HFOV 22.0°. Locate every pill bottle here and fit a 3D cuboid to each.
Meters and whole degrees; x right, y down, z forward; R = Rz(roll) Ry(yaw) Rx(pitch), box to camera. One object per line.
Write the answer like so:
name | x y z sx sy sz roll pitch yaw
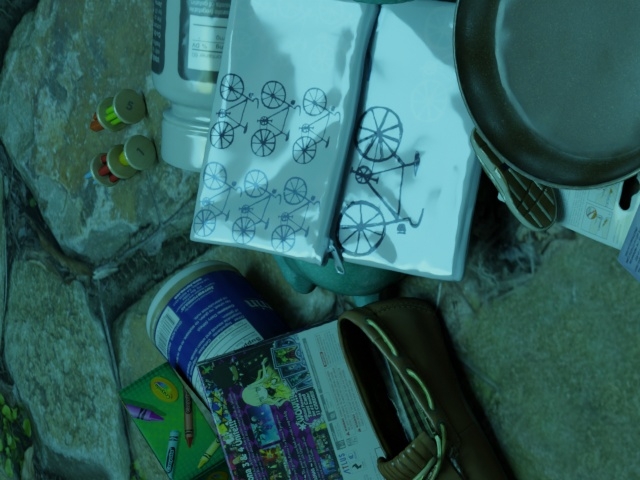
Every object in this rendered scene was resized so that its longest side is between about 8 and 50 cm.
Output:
pill bottle | -0.105 -0.273 2.026 0.204 0.204 0.361 21 112 47
pill bottle | -0.100 0.159 2.142 0.265 0.153 0.153 46 129 35

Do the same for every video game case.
video game case | -0.018 0.225 1.999 0.042 0.210 0.232 -176 67 -83

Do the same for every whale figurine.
whale figurine | 0.000 0.000 1.989 0.272 0.141 0.216 -26 93 56

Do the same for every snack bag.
snack bag | 0.032 -0.125 1.847 0.342 0.037 0.323 12 91 21

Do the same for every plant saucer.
plant saucer | 0.268 -0.206 1.662 0.310 0.050 0.311 3 95 42

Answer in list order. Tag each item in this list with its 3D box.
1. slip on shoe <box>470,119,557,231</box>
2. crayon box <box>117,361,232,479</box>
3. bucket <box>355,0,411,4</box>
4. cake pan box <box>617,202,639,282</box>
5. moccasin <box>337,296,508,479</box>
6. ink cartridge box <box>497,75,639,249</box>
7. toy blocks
slip on shoe | 0.204 -0.066 1.752 0.135 0.051 0.041 53 170 13
crayon box | -0.166 0.297 2.191 0.165 0.081 0.278 53 170 30
bucket | 0.070 -0.398 1.732 0.281 0.281 0.183 65 155 19
cake pan box | 0.410 -0.007 1.524 0.246 0.070 0.267 48 141 31
moccasin | 0.120 0.247 1.893 0.139 0.147 0.380 -30 74 49
ink cartridge box | 0.278 -0.084 1.733 0.179 0.045 0.145 25 115 36
toy blocks | -0.308 -0.145 2.419 0.148 0.054 0.123 -20 82 51
